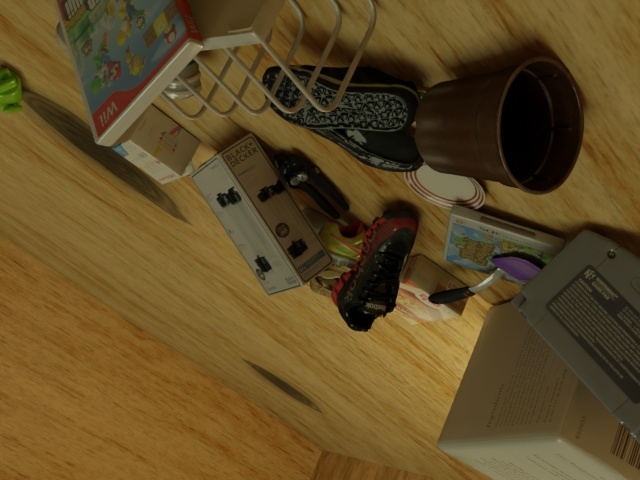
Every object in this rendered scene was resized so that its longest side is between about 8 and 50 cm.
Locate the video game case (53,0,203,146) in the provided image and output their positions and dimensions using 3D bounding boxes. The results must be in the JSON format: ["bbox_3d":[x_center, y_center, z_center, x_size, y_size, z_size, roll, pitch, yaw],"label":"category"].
[{"bbox_3d":[-0.253,-0.290,1.041,0.204,0.285,0.025,-37,153,32],"label":"video game case"}]

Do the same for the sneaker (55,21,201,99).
[{"bbox_3d":[-0.304,-0.327,1.343,0.281,0.105,0.115,23,124,18],"label":"sneaker"}]

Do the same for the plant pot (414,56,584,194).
[{"bbox_3d":[0.219,-0.146,1.072,0.165,0.167,0.167,9,154,51],"label":"plant pot"}]

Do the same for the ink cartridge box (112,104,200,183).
[{"bbox_3d":[-0.314,-0.181,1.635,0.143,0.090,0.092,37,156,-27],"label":"ink cartridge box"}]

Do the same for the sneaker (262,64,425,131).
[{"bbox_3d":[0.035,-0.207,1.189,0.234,0.097,0.084,14,125,9],"label":"sneaker"}]

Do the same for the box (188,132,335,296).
[{"bbox_3d":[-0.114,-0.044,1.581,0.290,0.087,0.169,56,152,-6],"label":"box"}]

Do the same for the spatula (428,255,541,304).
[{"bbox_3d":[0.294,0.079,1.534,0.084,0.030,0.296,32,147,-21],"label":"spatula"}]

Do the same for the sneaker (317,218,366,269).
[{"bbox_3d":[0.079,0.012,1.662,0.208,0.094,0.081,15,-172,-36],"label":"sneaker"}]

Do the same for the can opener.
[{"bbox_3d":[-0.009,-0.102,1.551,0.059,0.073,0.186,-38,125,22],"label":"can opener"}]

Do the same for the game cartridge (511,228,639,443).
[{"bbox_3d":[0.458,0.134,1.267,0.297,0.198,0.062,52,-167,28],"label":"game cartridge"}]

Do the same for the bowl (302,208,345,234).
[{"bbox_3d":[0.000,0.000,1.750,0.142,0.053,0.142,31,157,-7],"label":"bowl"}]

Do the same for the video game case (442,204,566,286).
[{"bbox_3d":[0.315,0.018,1.468,0.193,0.023,0.212,19,160,12],"label":"video game case"}]

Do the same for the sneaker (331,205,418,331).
[{"bbox_3d":[0.110,0.064,1.550,0.097,0.135,0.276,14,128,-22],"label":"sneaker"}]

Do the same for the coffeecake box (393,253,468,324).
[{"bbox_3d":[0.200,0.107,1.748,0.142,0.068,0.185,34,156,-17],"label":"coffeecake box"}]

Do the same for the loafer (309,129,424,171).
[{"bbox_3d":[0.058,-0.171,1.278,0.223,0.076,0.078,27,166,8],"label":"loafer"}]

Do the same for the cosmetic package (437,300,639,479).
[{"bbox_3d":[0.486,0.301,1.530,0.329,0.327,0.393,31,156,-12],"label":"cosmetic package"}]

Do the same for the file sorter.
[{"bbox_3d":[-0.093,-0.271,1.075,0.277,0.193,0.173,5,152,42],"label":"file sorter"}]

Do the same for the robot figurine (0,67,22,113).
[{"bbox_3d":[-0.659,-0.314,1.742,0.101,0.067,0.115,54,157,4],"label":"robot figurine"}]

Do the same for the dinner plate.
[{"bbox_3d":[0.205,-0.093,1.371,0.141,0.017,0.141,23,158,10],"label":"dinner plate"}]

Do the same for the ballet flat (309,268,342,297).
[{"bbox_3d":[0.064,0.109,1.905,0.206,0.073,0.067,12,140,22],"label":"ballet flat"}]
